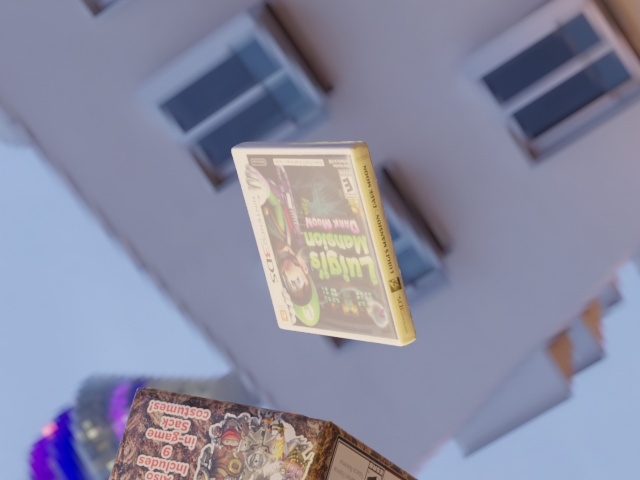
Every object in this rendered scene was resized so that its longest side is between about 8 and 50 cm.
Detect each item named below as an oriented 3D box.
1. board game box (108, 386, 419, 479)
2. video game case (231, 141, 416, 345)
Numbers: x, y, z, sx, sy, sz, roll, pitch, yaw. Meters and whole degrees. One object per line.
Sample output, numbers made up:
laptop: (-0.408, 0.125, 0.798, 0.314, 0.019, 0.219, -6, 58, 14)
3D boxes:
board game box: (-0.043, 0.269, 1.227, 0.232, 0.141, 0.291, 40, -118, -55)
video game case: (0.000, 0.000, 1.675, 0.022, 0.190, 0.173, -23, -75, -31)
